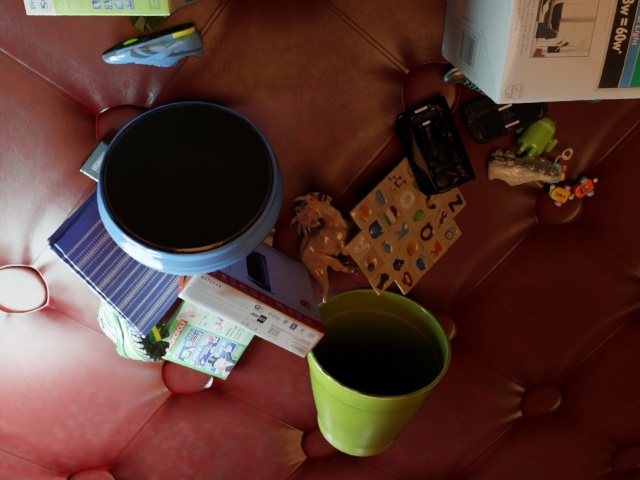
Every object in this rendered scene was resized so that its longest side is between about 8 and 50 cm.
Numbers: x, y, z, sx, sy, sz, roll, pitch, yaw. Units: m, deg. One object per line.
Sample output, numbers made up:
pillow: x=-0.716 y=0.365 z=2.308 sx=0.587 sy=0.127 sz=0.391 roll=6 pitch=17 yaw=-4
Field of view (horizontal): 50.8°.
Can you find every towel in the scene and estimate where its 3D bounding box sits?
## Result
towel: x=-0.445 y=0.036 z=1.564 sx=0.243 sy=0.040 sz=0.336 roll=-55 pitch=131 yaw=-28

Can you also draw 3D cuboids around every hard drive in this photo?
hard drive: x=-0.468 y=-0.160 z=1.548 sx=0.135 sy=0.022 sz=0.094 roll=35 pitch=107 yaw=-25

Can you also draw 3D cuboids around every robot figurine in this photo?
robot figurine: x=0.528 y=-0.255 z=1.646 sx=0.101 sy=0.067 sz=0.115 roll=34 pitch=87 yaw=8

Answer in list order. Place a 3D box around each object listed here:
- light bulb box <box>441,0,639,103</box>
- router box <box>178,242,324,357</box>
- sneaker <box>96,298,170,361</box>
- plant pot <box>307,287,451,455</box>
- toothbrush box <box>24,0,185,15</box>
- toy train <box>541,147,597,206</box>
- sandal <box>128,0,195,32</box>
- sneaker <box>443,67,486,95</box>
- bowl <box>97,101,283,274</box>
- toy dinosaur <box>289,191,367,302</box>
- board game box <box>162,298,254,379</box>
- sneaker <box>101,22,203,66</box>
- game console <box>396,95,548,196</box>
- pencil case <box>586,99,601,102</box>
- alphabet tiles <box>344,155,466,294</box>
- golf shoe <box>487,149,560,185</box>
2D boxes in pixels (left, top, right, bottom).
light bulb box: x=0.481 y=-0.446 z=1.374 sx=0.361 sy=0.358 sz=0.225 roll=-3 pitch=121 yaw=-7
router box: x=-0.167 y=0.092 z=1.584 sx=0.335 sy=0.301 sz=0.082 roll=30 pitch=110 yaw=-24
sneaker: x=-0.506 y=0.156 z=1.654 sx=0.146 sy=0.134 sz=0.343 roll=-8 pitch=111 yaw=25
plant pot: x=0.125 y=0.379 z=1.799 sx=0.366 sy=0.366 sz=0.353 roll=0 pitch=131 yaw=-10
toothbrush box: x=-0.413 y=-0.537 z=1.260 sx=0.283 sy=0.122 sz=0.206 roll=1 pitch=119 yaw=4
toy train: x=0.634 y=-0.161 z=1.743 sx=0.125 sy=0.046 sz=0.166 roll=-41 pitch=118 yaw=5
sandal: x=-0.299 y=-0.505 z=1.373 sx=0.219 sy=0.060 sz=0.090 roll=-33 pitch=113 yaw=25
sneaker: x=0.368 y=-0.369 z=1.549 sx=0.166 sy=0.065 sz=0.076 roll=-7 pitch=81 yaw=-4
bowl: x=-0.273 y=-0.122 z=1.415 sx=0.391 sy=0.391 sz=0.077 roll=-6 pitch=157 yaw=-7
toy dinosaur: x=0.000 y=0.000 z=1.662 sx=0.200 sy=0.127 sz=0.295 roll=10 pitch=116 yaw=-16
board game box: x=-0.273 y=0.209 z=1.775 sx=0.213 sy=0.046 sz=0.317 roll=25 pitch=111 yaw=-21
sneaker: x=-0.350 y=-0.391 z=1.417 sx=0.209 sy=0.069 sz=0.082 roll=-15 pitch=124 yaw=-2
game console: x=0.373 y=-0.263 z=1.606 sx=0.361 sy=0.044 sz=0.213 roll=-23 pitch=101 yaw=-2
pencil case: x=0.606 y=-0.379 z=1.603 sx=0.152 sy=0.064 sz=0.070 roll=13 pitch=131 yaw=-17
alphabet tiles: x=0.218 y=-0.041 z=1.666 sx=0.342 sy=0.011 sz=0.285 roll=-45 pitch=121 yaw=-15
golf shoe: x=0.507 y=-0.171 z=1.692 sx=0.176 sy=0.069 sz=0.086 roll=15 pitch=137 yaw=8
